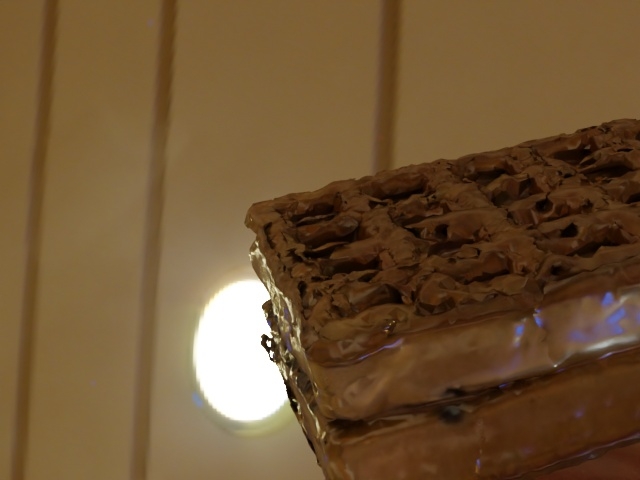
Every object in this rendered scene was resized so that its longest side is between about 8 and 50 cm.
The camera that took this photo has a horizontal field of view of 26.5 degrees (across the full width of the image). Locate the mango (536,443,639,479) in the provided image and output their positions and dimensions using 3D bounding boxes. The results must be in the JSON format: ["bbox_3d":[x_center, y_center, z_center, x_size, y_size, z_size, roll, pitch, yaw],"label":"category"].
[{"bbox_3d":[0.127,0.186,0.826,0.289,0.146,0.129,-33,-114,55],"label":"mango"}]

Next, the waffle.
[{"bbox_3d":[0.128,0.011,0.636,0.213,0.308,0.091,-124,-158,-70],"label":"waffle"}]
